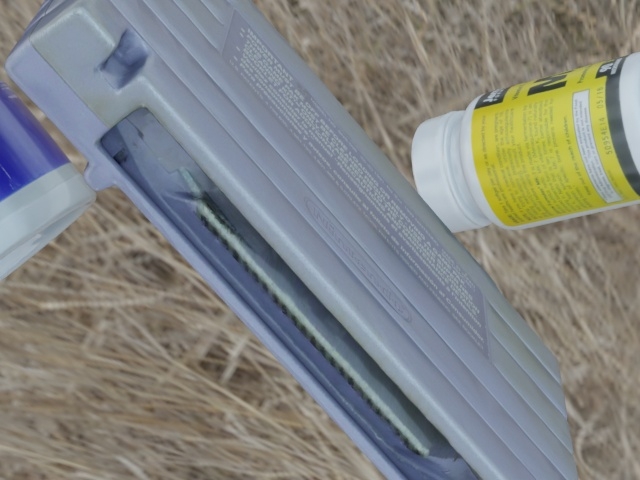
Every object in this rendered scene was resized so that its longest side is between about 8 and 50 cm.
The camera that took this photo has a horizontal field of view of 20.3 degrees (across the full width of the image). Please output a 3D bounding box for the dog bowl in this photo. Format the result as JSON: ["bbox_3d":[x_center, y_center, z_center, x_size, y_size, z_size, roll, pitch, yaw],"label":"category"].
[{"bbox_3d":[-0.287,0.009,1.207,0.265,0.265,0.104,-37,92,1],"label":"dog bowl"}]

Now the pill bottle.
[{"bbox_3d":[0.188,-0.074,1.454,0.208,0.119,0.119,-13,74,31],"label":"pill bottle"}]

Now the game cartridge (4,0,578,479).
[{"bbox_3d":[0.000,0.000,0.871,0.068,0.230,0.355,-38,107,13],"label":"game cartridge"}]
